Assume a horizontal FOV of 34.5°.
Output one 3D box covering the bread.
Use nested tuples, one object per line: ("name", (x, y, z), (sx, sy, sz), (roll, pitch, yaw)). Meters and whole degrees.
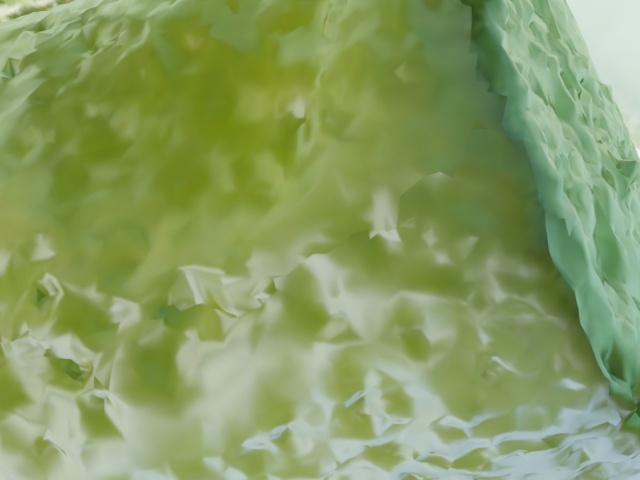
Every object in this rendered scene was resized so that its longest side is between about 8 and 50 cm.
("bread", (0.000, 0.000, 0.509), (0.308, 0.348, 0.348), (-27, 157, 27))
